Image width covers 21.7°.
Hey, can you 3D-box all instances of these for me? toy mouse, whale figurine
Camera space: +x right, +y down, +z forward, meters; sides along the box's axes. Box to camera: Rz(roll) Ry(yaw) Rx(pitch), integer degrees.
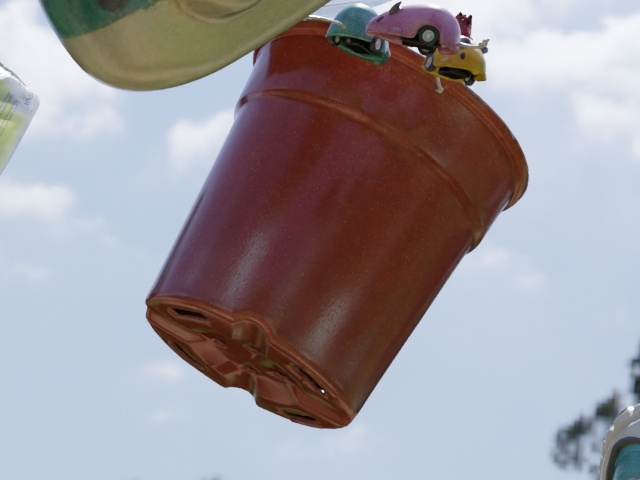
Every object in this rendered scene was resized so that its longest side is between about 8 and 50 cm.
[{"bbox_3d":[0.053,-0.142,1.136,0.143,0.031,0.161,17,-5,-18],"label":"toy mouse"},{"bbox_3d":[-0.029,-0.185,0.828,0.272,0.216,0.141,-23,-71,27],"label":"whale figurine"}]

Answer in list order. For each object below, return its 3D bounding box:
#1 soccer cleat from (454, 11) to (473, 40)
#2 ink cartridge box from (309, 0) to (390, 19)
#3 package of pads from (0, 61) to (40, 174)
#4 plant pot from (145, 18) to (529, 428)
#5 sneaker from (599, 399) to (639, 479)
[{"bbox_3d":[0.161,-0.228,1.928,0.029,0.083,0.035,14,-39,-10],"label":"soccer cleat"},{"bbox_3d":[0.024,-0.224,1.405,0.181,0.056,0.224,-14,5,-40],"label":"ink cartridge box"},{"bbox_3d":[-0.416,-0.049,1.707,0.101,0.296,0.229,40,-61,-17],"label":"package of pads"},{"bbox_3d":[0.000,0.000,1.427,0.272,0.265,0.272,26,-21,11],"label":"plant pot"},{"bbox_3d":[0.206,0.215,0.992,0.107,0.110,0.275,-7,-50,6],"label":"sneaker"}]
